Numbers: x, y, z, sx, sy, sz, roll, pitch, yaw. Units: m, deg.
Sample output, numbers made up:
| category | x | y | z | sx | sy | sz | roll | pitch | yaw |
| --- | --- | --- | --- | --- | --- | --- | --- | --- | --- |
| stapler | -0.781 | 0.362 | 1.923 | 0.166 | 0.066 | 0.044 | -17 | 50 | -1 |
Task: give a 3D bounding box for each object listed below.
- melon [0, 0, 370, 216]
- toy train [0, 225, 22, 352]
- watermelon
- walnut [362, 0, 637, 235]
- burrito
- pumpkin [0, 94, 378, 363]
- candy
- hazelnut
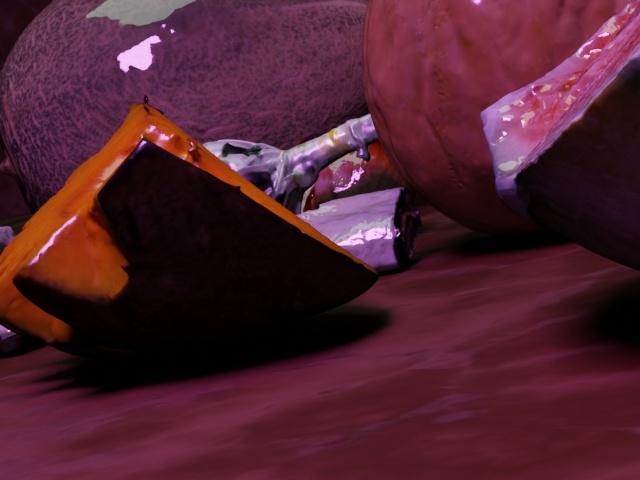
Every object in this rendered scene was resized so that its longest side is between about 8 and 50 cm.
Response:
| category | x | y | z | sx | sy | sz | roll | pitch | yaw |
| --- | --- | --- | --- | --- | --- | --- | --- | --- | --- |
| melon | -0.098 | -0.113 | 1.282 | 0.329 | 0.248 | 0.248 | -23 | 6 | -6 |
| toy train | -0.149 | 0.019 | 0.975 | 0.194 | 0.080 | 0.125 | -17 | -3 | -11 |
| watermelon | 0.177 | -0.070 | 0.602 | 0.224 | 0.180 | 0.305 | 3 | 4 | 1 |
| walnut | 0.130 | -0.113 | 0.948 | 0.228 | 0.228 | 0.228 | -12 | 5 | 1 |
| burrito | 0.000 | 0.001 | 0.964 | 0.118 | 0.044 | 0.074 | -12 | 24 | 10 |
| pumpkin | -0.069 | 0.022 | 0.778 | 0.130 | 0.149 | 0.254 | -55 | 12 | 1 |
| candy | 0.033 | -0.070 | 1.073 | 0.305 | 0.091 | 0.083 | -28 | 39 | 4 |
| hazelnut | 0.025 | -0.032 | 1.139 | 0.086 | 0.086 | 0.086 | -12 | 5 | 1 |
